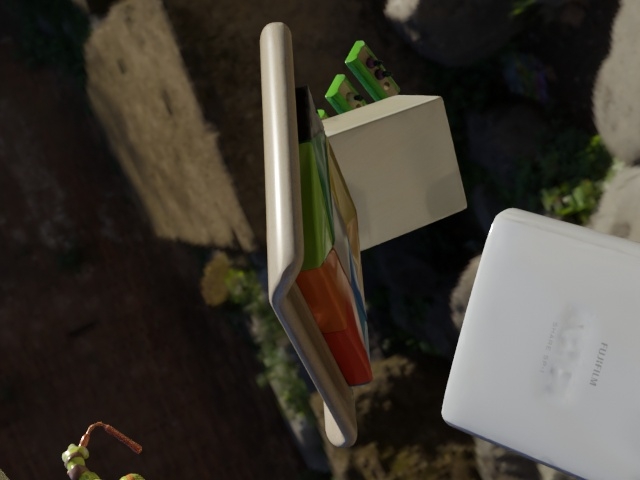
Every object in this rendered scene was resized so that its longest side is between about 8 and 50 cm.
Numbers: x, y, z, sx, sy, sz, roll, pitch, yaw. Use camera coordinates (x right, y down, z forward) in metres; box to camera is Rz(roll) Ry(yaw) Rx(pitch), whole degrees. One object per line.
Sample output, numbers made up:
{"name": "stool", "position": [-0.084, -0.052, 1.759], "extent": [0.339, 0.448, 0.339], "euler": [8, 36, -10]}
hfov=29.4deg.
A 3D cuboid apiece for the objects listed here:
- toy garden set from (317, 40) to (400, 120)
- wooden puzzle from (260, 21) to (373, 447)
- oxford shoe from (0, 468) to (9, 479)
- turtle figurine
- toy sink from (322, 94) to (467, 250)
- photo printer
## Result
{"name": "toy garden set", "position": [0.072, -0.140, 1.815], "extent": [0.049, 0.244, 0.204], "euler": [5, 148, 43]}
{"name": "wooden puzzle", "position": [0.000, 0.000, 0.862], "extent": [0.239, 0.044, 0.221], "euler": [74, -170, -54]}
{"name": "oxford shoe", "position": [-0.267, 0.377, 0.923], "extent": [0.130, 0.169, 0.450], "euler": [-40, 64, 61]}
{"name": "turtle figurine", "position": [-0.287, 0.352, 1.479], "extent": [0.269, 0.217, 0.087], "euler": [50, 167, 34]}
{"name": "toy sink", "position": [0.044, -0.080, 1.550], "extent": [0.131, 0.234, 0.153], "euler": [14, 123, 62]}
{"name": "photo printer", "position": [0.295, 0.125, 1.262], "extent": [0.307, 0.107, 0.256], "euler": [19, 97, 35]}
